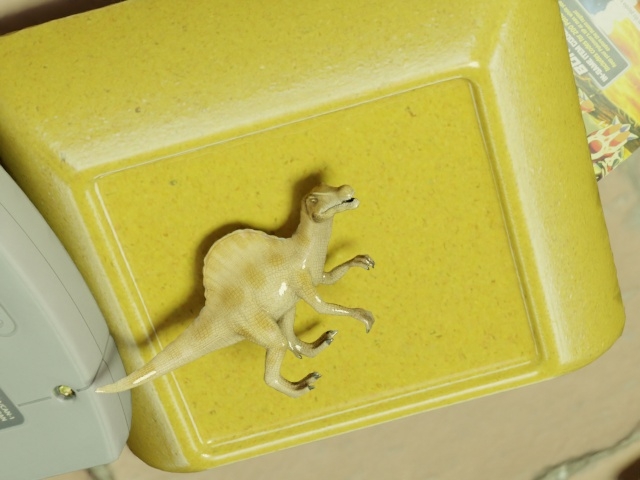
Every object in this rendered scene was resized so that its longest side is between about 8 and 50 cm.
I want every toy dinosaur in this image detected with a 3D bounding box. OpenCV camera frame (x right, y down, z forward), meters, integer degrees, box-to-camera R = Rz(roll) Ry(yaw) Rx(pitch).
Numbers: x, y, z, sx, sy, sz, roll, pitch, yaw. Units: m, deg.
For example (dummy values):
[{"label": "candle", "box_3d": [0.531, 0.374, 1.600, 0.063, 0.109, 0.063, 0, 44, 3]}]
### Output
[{"label": "toy dinosaur", "box_3d": [-0.033, 0.039, 1.028, 0.183, 0.053, 0.092, -43, 105, 14]}]

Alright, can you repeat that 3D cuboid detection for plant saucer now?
[{"label": "plant saucer", "box_3d": [0.000, 0.000, 1.074, 0.333, 0.081, 0.333, -15, 127, 5]}]

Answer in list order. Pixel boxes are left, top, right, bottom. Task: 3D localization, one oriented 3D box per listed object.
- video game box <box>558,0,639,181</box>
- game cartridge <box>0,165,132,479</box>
[{"label": "video game box", "box_3d": [0.102, -0.102, 1.103, 0.187, 0.048, 0.205, -40, 121, 13]}, {"label": "game cartridge", "box_3d": [-0.239, 0.027, 1.037, 0.198, 0.062, 0.297, -18, 125, 21]}]
